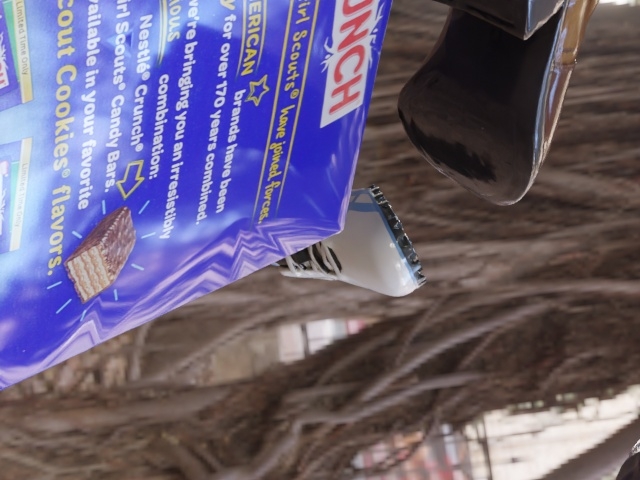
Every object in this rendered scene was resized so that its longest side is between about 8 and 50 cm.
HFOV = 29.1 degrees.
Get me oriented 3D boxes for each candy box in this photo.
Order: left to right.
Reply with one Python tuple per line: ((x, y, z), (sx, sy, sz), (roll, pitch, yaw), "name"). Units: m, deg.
((-0.113, -0.083, 0.488), (0.122, 0.317, 0.268), (37, -47, 32), "candy box")

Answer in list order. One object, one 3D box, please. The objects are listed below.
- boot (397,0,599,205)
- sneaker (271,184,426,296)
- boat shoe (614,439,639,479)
((0.158, -0.179, 0.710), (0.280, 0.096, 0.264), (-48, 151, -23), "boot")
((0.000, 0.000, 0.891), (0.237, 0.086, 0.085), (25, -36, 63), "sneaker")
((0.244, 0.129, 0.699), (0.112, 0.095, 0.335), (43, 10, 32), "boat shoe")
